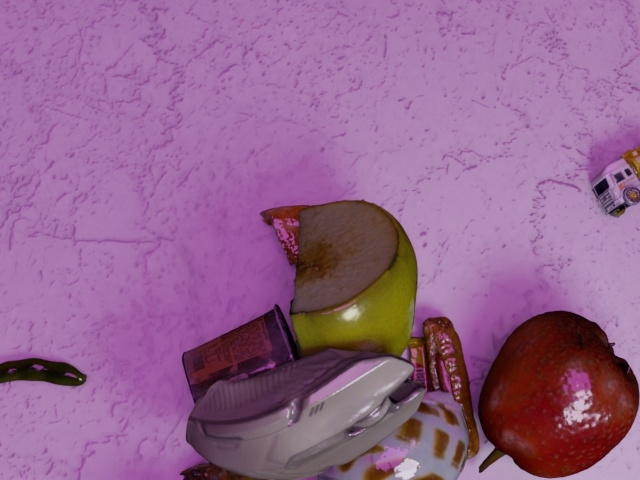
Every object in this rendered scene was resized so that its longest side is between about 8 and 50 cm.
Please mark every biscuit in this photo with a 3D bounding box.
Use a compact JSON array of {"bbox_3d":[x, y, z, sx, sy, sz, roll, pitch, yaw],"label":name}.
[{"bbox_3d":[0.205,0.338,1.688,0.048,0.026,0.292,-7,78,14],"label":"biscuit"}]

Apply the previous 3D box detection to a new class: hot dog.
[{"bbox_3d":[0.266,0.291,1.674,0.083,0.068,0.289,-2,75,-46],"label":"hot dog"}]

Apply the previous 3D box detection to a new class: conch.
[{"bbox_3d":[0.118,0.435,1.567,0.249,0.197,0.368,37,102,-3],"label":"conch"}]

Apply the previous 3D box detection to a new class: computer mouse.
[{"bbox_3d":[-0.030,0.313,1.425,0.429,0.228,0.145,-19,44,10],"label":"computer mouse"}]

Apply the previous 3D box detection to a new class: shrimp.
[{"bbox_3d":[-0.126,0.406,1.613,0.296,0.169,0.058,-13,109,21],"label":"shrimp"}]

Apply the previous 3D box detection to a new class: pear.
[{"bbox_3d":[0.073,0.126,1.565,0.238,0.318,0.342,-8,36,8],"label":"pear"}]

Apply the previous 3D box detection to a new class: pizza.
[{"bbox_3d":[0.005,-0.005,1.730,0.271,0.056,0.134,7,75,-6],"label":"pizza"}]

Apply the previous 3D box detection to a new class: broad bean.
[{"bbox_3d":[-0.573,0.265,1.641,0.227,0.039,0.069,-8,72,-5],"label":"broad bean"}]

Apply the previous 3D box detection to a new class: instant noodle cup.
[{"bbox_3d":[-0.136,0.256,1.594,0.207,0.217,0.217,-21,80,-2],"label":"instant noodle cup"}]

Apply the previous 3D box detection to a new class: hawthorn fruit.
[{"bbox_3d":[0.431,0.319,1.602,0.285,0.285,0.369,39,100,4],"label":"hawthorn fruit"}]

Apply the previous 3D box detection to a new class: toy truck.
[{"bbox_3d":[0.691,-0.146,1.791,0.227,0.098,0.114,-26,77,-11],"label":"toy truck"}]
